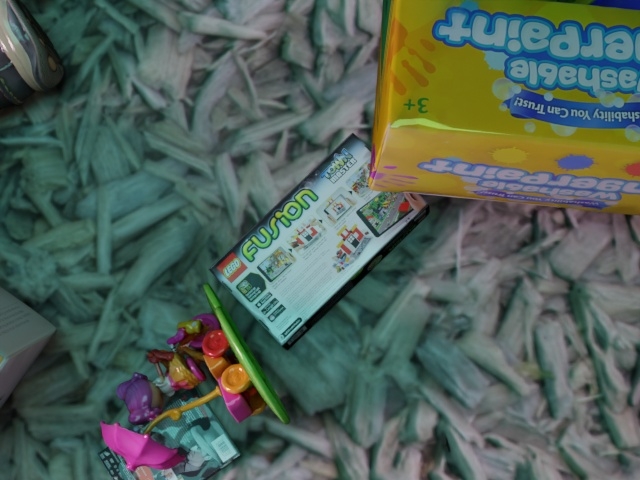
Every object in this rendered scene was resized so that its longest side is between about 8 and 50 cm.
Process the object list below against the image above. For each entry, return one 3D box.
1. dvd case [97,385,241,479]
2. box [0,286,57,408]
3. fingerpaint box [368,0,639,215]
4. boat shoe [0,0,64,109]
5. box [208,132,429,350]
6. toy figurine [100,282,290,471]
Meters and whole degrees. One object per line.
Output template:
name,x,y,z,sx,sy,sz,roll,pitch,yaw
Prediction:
dvd case,-0.151,0.214,0.988,0.119,0.013,0.087,-36,74,-3
box,-0.464,0.079,0.921,0.345,0.168,0.215,35,93,-2
fingerpaint box,0.281,-0.217,0.871,0.445,0.163,0.371,6,74,-1
boat shoe,-0.426,-0.289,1.098,0.130,0.132,0.355,-35,72,-3
box,0.000,0.000,1.014,0.207,0.036,0.114,-43,74,-5
toy figurine,-0.138,0.143,0.949,0.159,0.130,0.173,-31,51,-4
